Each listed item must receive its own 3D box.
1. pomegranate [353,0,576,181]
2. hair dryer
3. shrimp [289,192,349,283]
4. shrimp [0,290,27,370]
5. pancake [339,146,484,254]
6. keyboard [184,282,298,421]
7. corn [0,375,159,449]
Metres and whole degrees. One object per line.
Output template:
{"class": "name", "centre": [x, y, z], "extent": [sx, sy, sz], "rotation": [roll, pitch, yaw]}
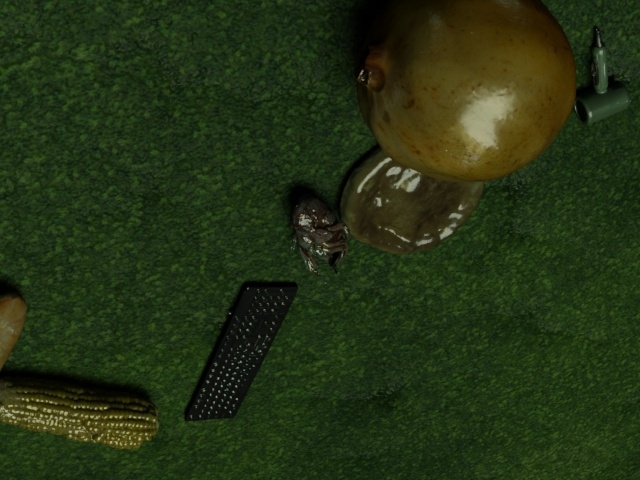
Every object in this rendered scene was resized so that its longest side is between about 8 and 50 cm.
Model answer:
{"class": "pomegranate", "centre": [0.163, -0.187, 1.217], "extent": [0.264, 0.264, 0.264], "rotation": [-15, 138, -14]}
{"class": "hair dryer", "centre": [0.395, -0.239, 1.463], "extent": [0.071, 0.047, 0.150], "rotation": [-23, 129, -8]}
{"class": "shrimp", "centre": [0.000, -0.001, 1.467], "extent": [0.073, 0.074, 0.190], "rotation": [-54, 155, -18]}
{"class": "shrimp", "centre": [-0.458, 0.168, 1.345], "extent": [0.236, 0.053, 0.133], "rotation": [-58, 175, 9]}
{"class": "pancake", "centre": [0.136, -0.061, 1.497], "extent": [0.222, 0.042, 0.236], "rotation": [-26, 140, -5]}
{"class": "keyboard", "centre": [-0.130, 0.180, 1.622], "extent": [0.100, 0.018, 0.310], "rotation": [2, 131, -31]}
{"class": "corn", "centre": [-0.358, 0.255, 1.525], "extent": [0.288, 0.086, 0.086], "rotation": [19, 122, -39]}
